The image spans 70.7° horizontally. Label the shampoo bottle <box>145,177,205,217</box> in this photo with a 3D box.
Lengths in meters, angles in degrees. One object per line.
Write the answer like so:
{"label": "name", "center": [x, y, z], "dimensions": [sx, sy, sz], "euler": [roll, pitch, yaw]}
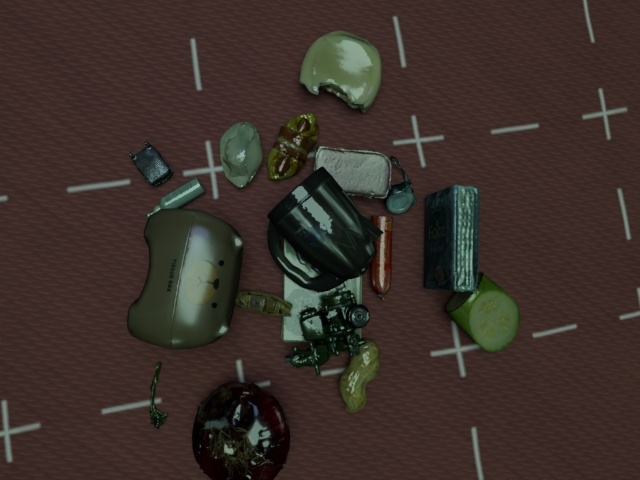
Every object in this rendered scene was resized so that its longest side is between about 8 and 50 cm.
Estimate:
{"label": "shampoo bottle", "center": [-0.460, -0.126, 1.419], "dimensions": [0.195, 0.056, 0.056], "euler": [-32, 89, -6]}

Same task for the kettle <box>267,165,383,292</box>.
{"label": "kettle", "center": [0.000, 0.000, 1.358], "dimensions": [0.321, 0.228, 0.324], "euler": [-41, 94, 16]}

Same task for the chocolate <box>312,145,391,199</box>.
{"label": "chocolate", "center": [0.103, -0.213, 1.469], "dimensions": [0.260, 0.083, 0.161], "euler": [9, 87, 4]}

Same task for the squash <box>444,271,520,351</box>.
{"label": "squash", "center": [0.542, 0.245, 1.427], "dimensions": [0.260, 0.189, 0.189], "euler": [43, 83, 2]}

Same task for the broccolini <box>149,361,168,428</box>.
{"label": "broccolini", "center": [-0.506, 0.473, 1.378], "dimensions": [0.052, 0.054, 0.195], "euler": [-8, 84, 13]}

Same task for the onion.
{"label": "onion", "center": [-0.228, 0.565, 1.318], "dimensions": [0.313, 0.232, 0.315], "euler": [-2, 85, 19]}

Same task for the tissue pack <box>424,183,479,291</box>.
{"label": "tissue pack", "center": [0.405, 0.000, 1.410], "dimensions": [0.103, 0.228, 0.316], "euler": [3, 85, -11]}

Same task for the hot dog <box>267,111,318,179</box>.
{"label": "hot dog", "center": [-0.085, -0.308, 1.451], "dimensions": [0.123, 0.093, 0.262], "euler": [23, 84, -3]}

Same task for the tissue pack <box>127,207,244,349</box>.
{"label": "tissue pack", "center": [-0.363, 0.112, 1.300], "dimensions": [0.276, 0.267, 0.388], "euler": [10, 83, 0]}

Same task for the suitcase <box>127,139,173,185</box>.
{"label": "suitcase", "center": [-0.530, -0.237, 1.417], "dimensions": [0.086, 0.059, 0.126], "euler": [-38, 90, -6]}

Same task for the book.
{"label": "book", "center": [0.006, 0.138, 1.454], "dimensions": [0.259, 0.043, 0.372], "euler": [1, 85, -6]}

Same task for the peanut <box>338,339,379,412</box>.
{"label": "peanut", "center": [0.121, 0.425, 1.418], "dimensions": [0.103, 0.098, 0.230], "euler": [22, 86, 20]}

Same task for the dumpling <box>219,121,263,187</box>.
{"label": "dumpling", "center": [-0.262, -0.273, 1.432], "dimensions": [0.154, 0.111, 0.181], "euler": [21, 75, 27]}

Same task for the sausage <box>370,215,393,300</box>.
{"label": "sausage", "center": [0.196, 0.056, 1.462], "dimensions": [0.074, 0.074, 0.275], "euler": [3, 86, -6]}

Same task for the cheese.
{"label": "cheese", "center": [0.069, -0.541, 1.468], "dimensions": [0.265, 0.127, 0.234], "euler": [23, 84, -2]}

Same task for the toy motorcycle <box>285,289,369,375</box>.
{"label": "toy motorcycle", "center": [0.016, 0.272, 1.361], "dimensions": [0.274, 0.127, 0.206], "euler": [-15, 91, -13]}

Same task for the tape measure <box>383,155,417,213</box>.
{"label": "tape measure", "center": [0.248, -0.182, 1.505], "dimensions": [0.107, 0.104, 0.180], "euler": [-24, 56, 12]}

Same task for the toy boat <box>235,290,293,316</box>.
{"label": "toy boat", "center": [-0.180, 0.194, 1.391], "dimensions": [0.205, 0.072, 0.065], "euler": [11, 87, 13]}
